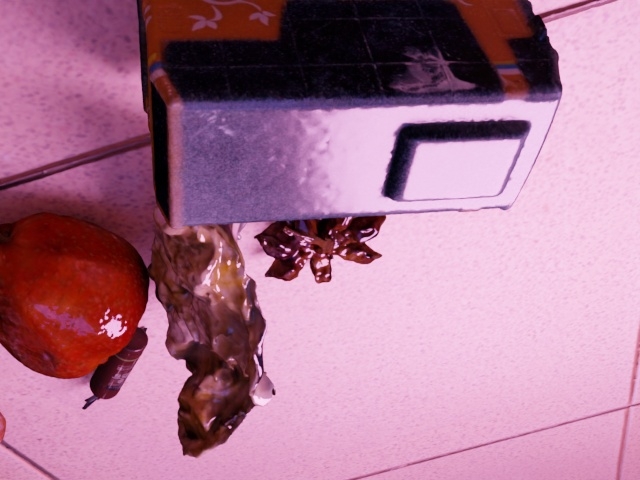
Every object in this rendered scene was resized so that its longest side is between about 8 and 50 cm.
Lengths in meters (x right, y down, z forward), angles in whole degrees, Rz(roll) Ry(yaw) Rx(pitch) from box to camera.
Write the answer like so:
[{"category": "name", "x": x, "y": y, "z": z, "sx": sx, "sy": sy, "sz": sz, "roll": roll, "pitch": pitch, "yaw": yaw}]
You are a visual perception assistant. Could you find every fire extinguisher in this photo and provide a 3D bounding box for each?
[{"category": "fire extinguisher", "x": -0.273, "y": 0.170, "z": 1.100, "sx": 0.064, "sy": 0.043, "sz": 0.158, "roll": -37, "pitch": 169, "yaw": -48}]

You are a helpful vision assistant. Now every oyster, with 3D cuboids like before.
[{"category": "oyster", "x": -0.116, "y": 0.064, "z": 0.846, "sx": 0.114, "sy": 0.238, "sz": 0.351, "roll": -7, "pitch": 148, "yaw": -9}]

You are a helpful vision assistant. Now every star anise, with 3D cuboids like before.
[{"category": "star anise", "x": -0.001, "y": 0.000, "z": 0.951, "sx": 0.167, "sy": 0.057, "sz": 0.168, "roll": -12, "pitch": 152, "yaw": -7}]

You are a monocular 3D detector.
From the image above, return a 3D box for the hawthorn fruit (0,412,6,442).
[{"category": "hawthorn fruit", "x": -0.474, "y": 0.276, "z": 1.131, "sx": 0.066, "sy": 0.103, "sz": 0.067, "roll": 3, "pitch": 125, "yaw": 5}]

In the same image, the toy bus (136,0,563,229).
[{"category": "toy bus", "x": 0.018, "y": -0.124, "z": 0.680, "sx": 0.323, "sy": 0.194, "sz": 0.162, "roll": -3, "pitch": 141, "yaw": -12}]

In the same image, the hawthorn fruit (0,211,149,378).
[{"category": "hawthorn fruit", "x": -0.271, "y": 0.051, "z": 0.868, "sx": 0.179, "sy": 0.173, "sz": 0.173, "roll": 29, "pitch": 132, "yaw": -6}]
